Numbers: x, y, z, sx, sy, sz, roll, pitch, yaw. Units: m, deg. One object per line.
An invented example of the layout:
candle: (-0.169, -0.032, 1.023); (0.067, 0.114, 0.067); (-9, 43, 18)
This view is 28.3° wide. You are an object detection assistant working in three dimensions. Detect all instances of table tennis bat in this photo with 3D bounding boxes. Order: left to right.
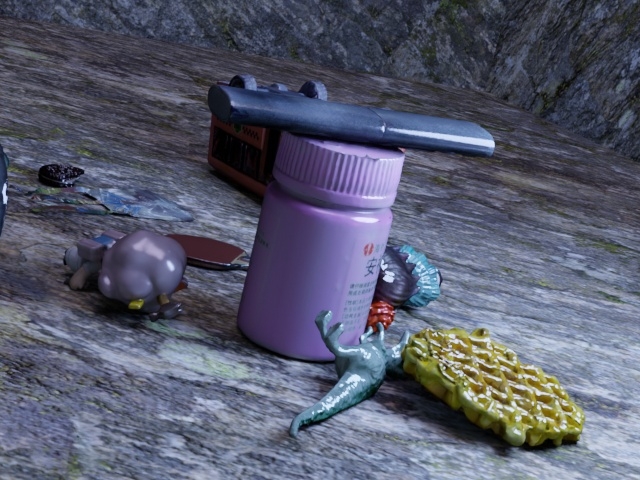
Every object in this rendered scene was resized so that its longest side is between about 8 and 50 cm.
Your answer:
table tennis bat: (-0.151, 0.026, 2.000); (0.220, 0.019, 0.130); (14, 15, 8)

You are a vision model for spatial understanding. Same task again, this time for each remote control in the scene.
remote control: (0.044, -0.155, 1.667); (0.377, 0.044, 0.107); (6, 21, -24)

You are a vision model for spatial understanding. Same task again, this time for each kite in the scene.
kite: (-0.360, -0.063, 2.142); (0.310, 0.015, 0.169); (-2, 23, -45)

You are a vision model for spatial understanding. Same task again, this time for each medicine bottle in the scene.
medicine bottle: (0.000, 0.000, 1.717); (0.178, 0.291, 0.178); (13, 15, -3)

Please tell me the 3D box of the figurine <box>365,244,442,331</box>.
figurine: (0.111, 0.065, 1.935); (0.138, 0.110, 0.245); (47, 24, 21)

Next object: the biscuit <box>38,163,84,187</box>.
biscuit: (-0.449, -0.113, 2.214); (0.089, 0.027, 0.087); (1, 19, -38)

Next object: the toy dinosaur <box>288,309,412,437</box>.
toy dinosaur: (0.017, 0.146, 1.575); (0.383, 0.076, 0.129); (-17, 74, -56)

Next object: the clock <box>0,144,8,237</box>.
clock: (-0.455, -0.037, 1.616); (0.042, 0.215, 0.215); (10, 15, -33)

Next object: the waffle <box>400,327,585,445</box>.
waffle: (0.227, 0.184, 1.647); (0.237, 0.059, 0.243); (36, 24, 33)

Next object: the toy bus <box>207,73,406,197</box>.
toy bus: (-0.038, -0.173, 2.405); (0.203, 0.233, 0.427); (2, 18, -35)

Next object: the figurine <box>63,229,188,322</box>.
figurine: (-0.259, 0.036, 1.729); (0.229, 0.112, 0.137); (14, 18, 40)

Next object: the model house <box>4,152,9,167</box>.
model house: (-0.569, -0.136, 2.084); (0.100, 0.088, 0.100); (10, 17, -24)
